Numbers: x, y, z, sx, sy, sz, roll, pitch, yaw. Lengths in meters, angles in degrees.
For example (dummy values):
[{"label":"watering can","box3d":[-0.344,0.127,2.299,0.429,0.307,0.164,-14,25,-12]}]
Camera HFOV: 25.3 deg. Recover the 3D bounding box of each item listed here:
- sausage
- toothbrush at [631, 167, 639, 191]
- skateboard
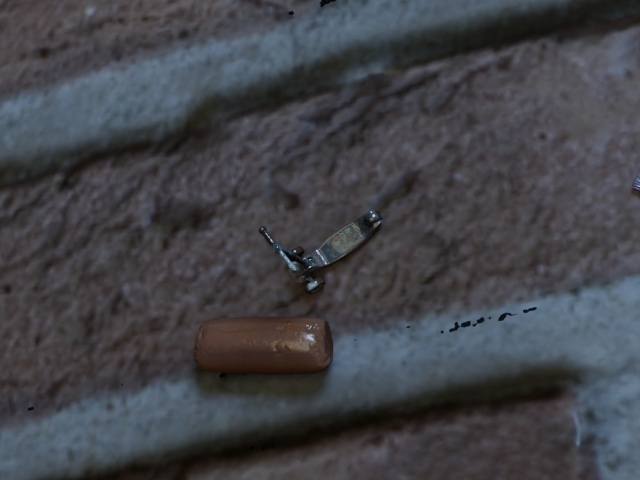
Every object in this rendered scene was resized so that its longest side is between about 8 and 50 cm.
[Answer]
[{"label":"sausage","box3d":[-0.033,0.061,0.834,0.083,0.034,0.034,-2,85,17]},{"label":"toothbrush","box3d":[0.197,-0.071,0.794,0.008,0.006,0.097,26,92,20]},{"label":"skateboard","box3d":[0.000,0.000,0.805,0.064,0.083,0.032,-36,76,9]}]
